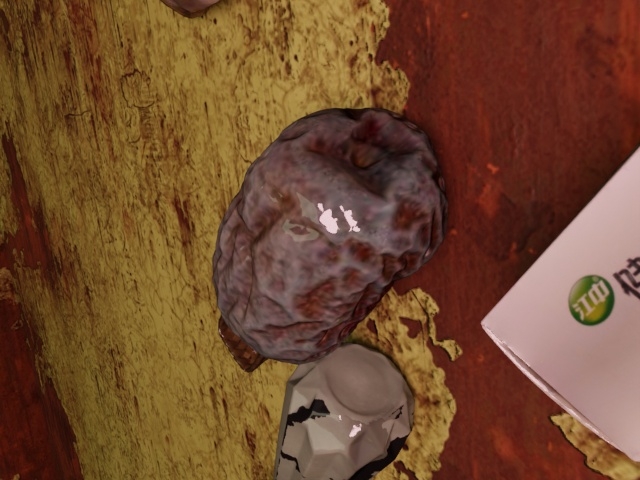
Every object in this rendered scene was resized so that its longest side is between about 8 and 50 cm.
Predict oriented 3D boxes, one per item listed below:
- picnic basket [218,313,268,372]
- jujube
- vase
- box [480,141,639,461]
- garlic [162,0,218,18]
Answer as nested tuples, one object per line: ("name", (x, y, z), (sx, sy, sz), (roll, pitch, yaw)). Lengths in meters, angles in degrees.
("picnic basket", (-0.093, 0.116, 0.921), (0.110, 0.054, 0.193), (52, 134, 20))
("jujube", (0.000, 0.000, 0.662), (0.226, 0.226, 0.317), (53, 140, 20))
("vase", (0.001, 0.297, 0.818), (0.165, 0.165, 0.360), (45, 136, 27))
("box", (0.271, -0.030, 0.375), (0.145, 0.173, 0.333), (41, 130, 15))
("garlic", (-0.222, -0.404, 0.796), (0.228, 0.110, 0.217), (67, 167, -16))
